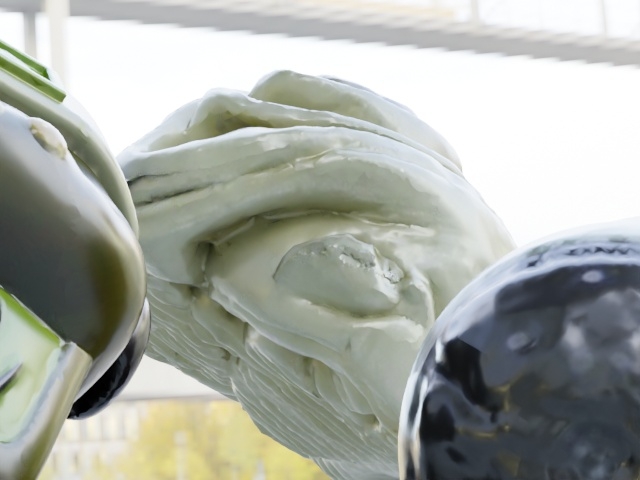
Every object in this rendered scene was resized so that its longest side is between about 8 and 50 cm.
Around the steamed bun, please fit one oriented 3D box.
[{"bbox_3d":[0.000,0.000,1.207,0.394,0.237,0.346,19,-25,43],"label":"steamed bun"}]

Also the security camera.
[{"bbox_3d":[0.072,0.114,0.588,0.277,0.197,0.191,-49,-21,9],"label":"security camera"}]

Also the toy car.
[{"bbox_3d":[-0.161,0.057,0.570,0.204,0.248,0.198,31,10,-24],"label":"toy car"}]
